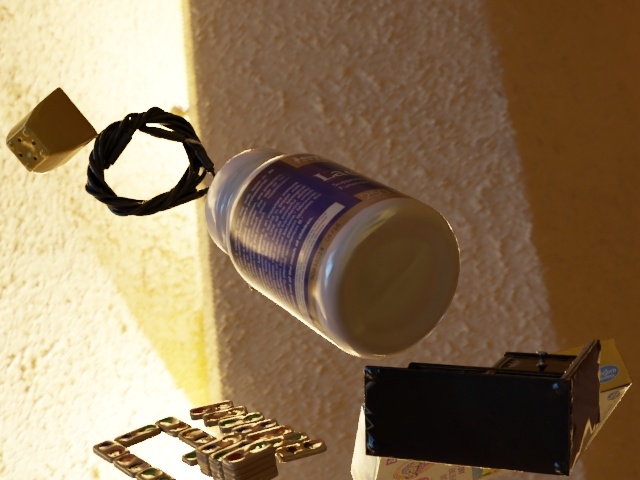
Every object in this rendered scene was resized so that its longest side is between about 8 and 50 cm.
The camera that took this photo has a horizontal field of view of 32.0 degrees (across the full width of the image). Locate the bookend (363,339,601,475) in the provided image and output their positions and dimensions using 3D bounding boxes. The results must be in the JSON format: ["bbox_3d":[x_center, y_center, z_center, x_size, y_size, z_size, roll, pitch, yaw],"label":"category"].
[{"bbox_3d":[0.135,0.124,0.892,0.157,0.156,0.072,-15,-75,-66],"label":"bookend"}]

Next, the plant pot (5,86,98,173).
[{"bbox_3d":[-0.355,-0.132,1.435,0.081,0.081,0.083,51,-145,-9],"label":"plant pot"}]

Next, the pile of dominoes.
[{"bbox_3d":[-0.137,0.236,1.338,0.196,0.251,0.040,-19,-71,-34],"label":"pile of dominoes"}]

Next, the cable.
[{"bbox_3d":[-0.244,-0.108,1.552,0.185,0.047,0.150,-21,-95,-24],"label":"cable"}]

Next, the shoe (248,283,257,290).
[{"bbox_3d":[0.007,0.014,1.297,0.076,0.219,0.058,43,-139,-51],"label":"shoe"}]

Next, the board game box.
[{"bbox_3d":[0.202,0.235,1.389,0.317,0.242,0.064,-13,-119,-10],"label":"board game box"}]

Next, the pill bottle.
[{"bbox_3d":[0.000,0.000,1.091,0.153,0.265,0.153,-13,-66,-30],"label":"pill bottle"}]
